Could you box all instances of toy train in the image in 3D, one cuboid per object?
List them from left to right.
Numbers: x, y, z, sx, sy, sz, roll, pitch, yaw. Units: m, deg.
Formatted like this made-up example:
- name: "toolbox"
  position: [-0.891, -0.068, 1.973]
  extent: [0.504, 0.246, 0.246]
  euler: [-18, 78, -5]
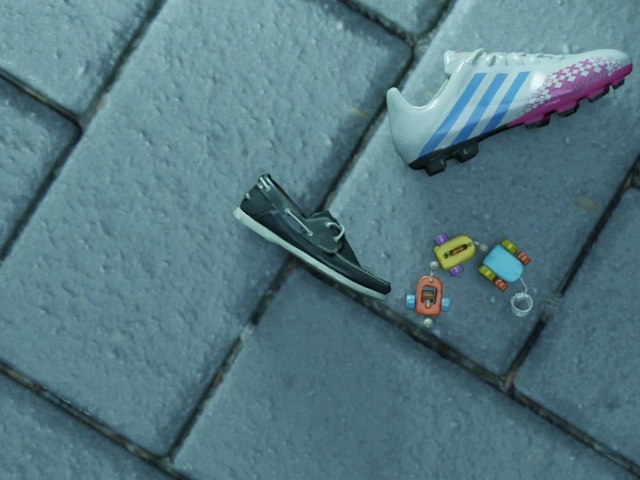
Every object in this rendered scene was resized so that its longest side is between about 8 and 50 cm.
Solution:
- name: "toy train"
  position: [0.197, 0.054, 1.554]
  extent: [0.166, 0.046, 0.125]
  euler: [1, 89, 2]

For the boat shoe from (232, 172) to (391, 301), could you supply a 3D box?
- name: "boat shoe"
  position: [0.000, 0.000, 1.531]
  extent: [0.233, 0.084, 0.079]
  euler: [34, 88, 3]

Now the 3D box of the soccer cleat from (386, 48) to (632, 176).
- name: "soccer cleat"
  position: [0.242, -0.205, 1.526]
  extent: [0.331, 0.116, 0.143]
  euler: [-24, 89, -2]
